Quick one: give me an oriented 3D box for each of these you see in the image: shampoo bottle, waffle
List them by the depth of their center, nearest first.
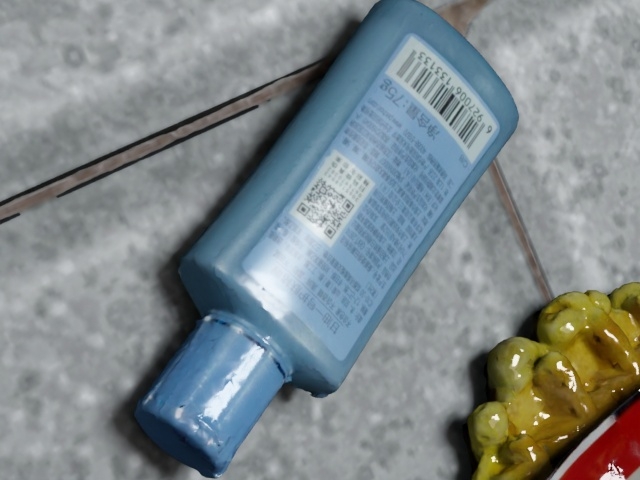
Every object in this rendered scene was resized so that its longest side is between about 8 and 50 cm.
[{"bbox_3d":[0.000,0.000,0.764,0.104,0.061,0.258,45,64,-19],"label":"shampoo bottle"},{"bbox_3d":[0.200,0.160,0.865,0.300,0.058,0.282,-10,91,-31],"label":"waffle"}]

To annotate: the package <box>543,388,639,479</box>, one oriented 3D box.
[{"bbox_3d":[0.201,0.192,0.811,0.154,0.030,0.239,-35,104,-28],"label":"package"}]
